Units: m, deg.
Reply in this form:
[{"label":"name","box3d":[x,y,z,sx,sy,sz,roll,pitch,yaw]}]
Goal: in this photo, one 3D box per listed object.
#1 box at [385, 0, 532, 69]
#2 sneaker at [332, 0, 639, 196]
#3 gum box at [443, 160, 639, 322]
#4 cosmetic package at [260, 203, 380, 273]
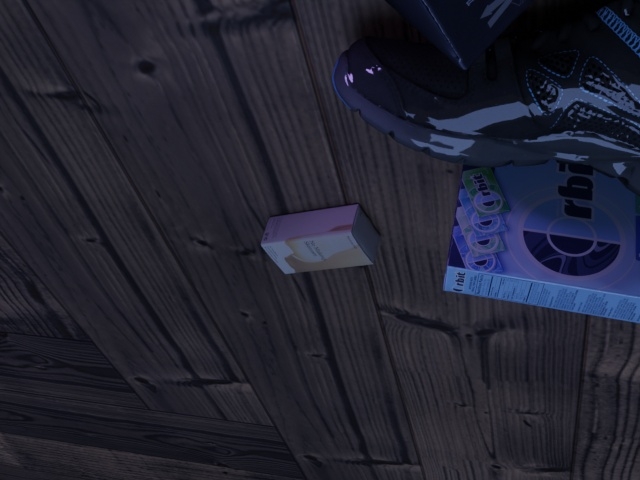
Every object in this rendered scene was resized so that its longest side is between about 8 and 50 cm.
[{"label":"box","box3d":[0.082,-0.193,0.397,0.093,0.158,0.156,48,-169,20]},{"label":"sneaker","box3d":[0.179,-0.121,0.585,0.340,0.125,0.140,13,118,10]},{"label":"gum box","box3d":[0.204,-0.017,0.655,0.184,0.157,0.041,9,146,9]},{"label":"cosmetic package","box3d":[0.000,0.000,0.862,0.115,0.041,0.060,-8,139,31]}]
